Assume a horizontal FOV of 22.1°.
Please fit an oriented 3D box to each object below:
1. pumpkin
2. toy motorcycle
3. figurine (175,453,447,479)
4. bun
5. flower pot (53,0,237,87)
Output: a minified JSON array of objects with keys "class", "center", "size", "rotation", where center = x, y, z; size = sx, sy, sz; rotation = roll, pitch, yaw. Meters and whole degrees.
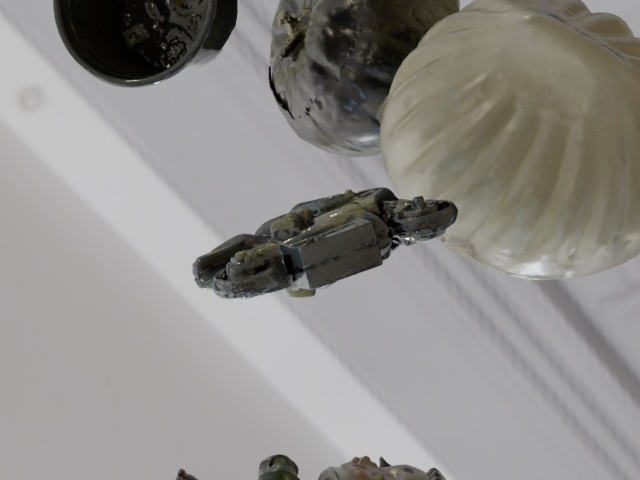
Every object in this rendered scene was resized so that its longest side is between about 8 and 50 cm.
[{"class":"pumpkin","center":[0.035,-0.201,1.615],"size":[0.159,0.238,0.238],"rotation":[8,-123,-29]},{"class":"toy motorcycle","center":[0.000,0.000,1.213],"size":[0.124,0.193,0.061],"rotation":[-151,44,-70]},{"class":"figurine","center":[0.007,0.332,1.933],"size":[0.281,0.370,0.167],"rotation":[-147,65,-87]},{"class":"bun","center":[0.185,-0.112,1.320],"size":[0.175,0.263,0.263],"rotation":[104,158,-60]},{"class":"flower pot","center":[-0.146,-0.211,1.460],"size":[0.157,0.157,0.107],"rotation":[68,-163,6]}]
